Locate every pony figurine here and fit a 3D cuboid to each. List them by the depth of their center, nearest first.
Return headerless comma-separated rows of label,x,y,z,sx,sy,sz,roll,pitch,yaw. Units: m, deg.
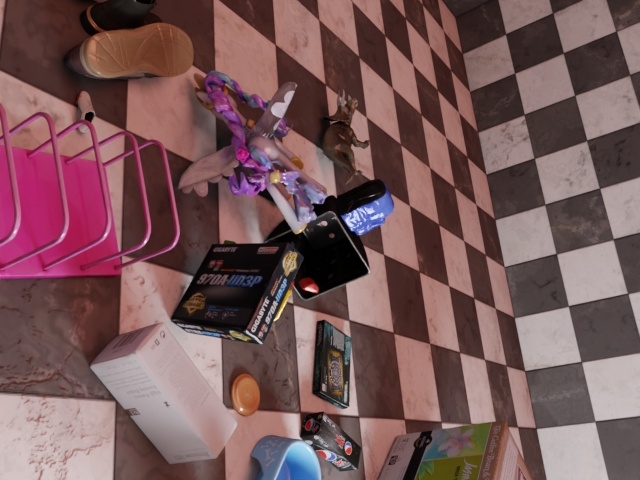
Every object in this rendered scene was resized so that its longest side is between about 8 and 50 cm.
pony figurine,-0.137,-0.188,1.342,0.363,0.302,0.351,49,5,-28

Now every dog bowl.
dog bowl,-0.085,0.505,1.201,0.166,0.074,0.297,58,32,-21

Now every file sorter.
file sorter,-0.375,-0.064,0.925,0.290,0.182,0.202,4,71,-57

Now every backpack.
backpack,0.110,-0.080,1.453,0.101,0.120,0.098,53,12,-38

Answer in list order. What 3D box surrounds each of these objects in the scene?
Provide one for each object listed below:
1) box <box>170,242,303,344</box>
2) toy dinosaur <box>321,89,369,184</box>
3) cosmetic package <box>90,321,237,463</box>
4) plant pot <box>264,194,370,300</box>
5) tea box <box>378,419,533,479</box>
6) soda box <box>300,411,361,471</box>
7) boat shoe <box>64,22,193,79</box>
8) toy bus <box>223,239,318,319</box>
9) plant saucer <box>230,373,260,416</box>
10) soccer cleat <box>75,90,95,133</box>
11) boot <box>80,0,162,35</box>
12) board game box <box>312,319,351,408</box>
box,-0.152,0.089,1.127,0.051,0.220,0.175,45,59,-36
toy dinosaur,0.055,-0.273,1.828,0.160,0.121,0.314,37,48,-27
cosmetic package,-0.251,0.253,1.025,0.231,0.117,0.085,59,33,-18
plant pot,0.000,0.000,1.517,0.187,0.188,0.167,57,21,-23
tea box,0.320,0.643,1.535,0.220,0.323,0.329,64,31,-13
soda box,0.025,0.457,1.422,0.169,0.053,0.060,50,38,-31
boat shoe,-0.356,-0.357,1.197,0.285,0.092,0.103,-35,127,-55
toy bus,-0.122,0.091,1.326,0.202,0.191,0.104,5,115,-54
plant saucer,-0.148,0.308,1.260,0.083,0.013,0.084,35,46,-46
soccer cleat,-0.408,-0.226,1.101,0.029,0.035,0.083,25,54,-51
boot,-0.342,-0.439,1.221,0.198,0.137,0.077,-36,105,-59
board game box,0.031,0.303,1.539,0.126,0.026,0.186,40,42,-42
